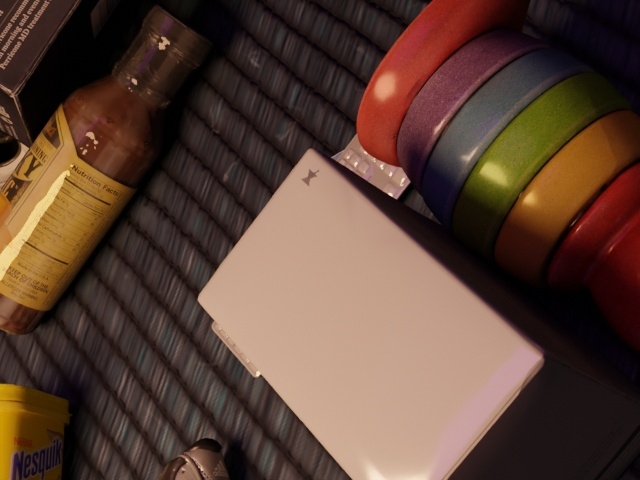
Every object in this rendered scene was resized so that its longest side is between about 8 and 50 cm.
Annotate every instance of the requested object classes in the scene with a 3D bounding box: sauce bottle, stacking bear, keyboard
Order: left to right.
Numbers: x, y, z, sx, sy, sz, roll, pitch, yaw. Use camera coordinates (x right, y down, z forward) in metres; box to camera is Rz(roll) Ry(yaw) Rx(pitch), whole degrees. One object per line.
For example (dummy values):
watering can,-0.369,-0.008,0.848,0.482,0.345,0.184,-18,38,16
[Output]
sauce bottle,-0.230,-0.072,1.090,0.111,0.111,0.344,40,96,37
keyboard,0.000,0.000,0.958,0.256,0.014,0.072,-53,52,11
stacking bear,0.177,-0.036,0.773,0.164,0.175,0.289,-37,65,-18

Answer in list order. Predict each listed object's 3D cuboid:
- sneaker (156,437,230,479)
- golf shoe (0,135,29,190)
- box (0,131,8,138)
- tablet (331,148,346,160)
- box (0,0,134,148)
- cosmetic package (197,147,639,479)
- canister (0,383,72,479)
sneaker,-0.068,0.216,0.892,0.229,0.086,0.132,-21,60,28
golf shoe,-0.346,-0.075,1.184,0.176,0.086,0.069,-34,59,22
box,-0.416,-0.244,1.240,0.143,0.165,0.270,2,74,34
tablet,0.022,-0.039,0.970,0.054,0.006,0.083,-29,60,22
box,-0.325,-0.324,1.070,0.313,0.179,0.343,31,76,-2
cosmetic package,0.078,0.080,0.752,0.138,0.225,0.224,-52,53,8
canister,-0.283,0.224,1.007,0.073,0.126,0.169,-5,72,14
